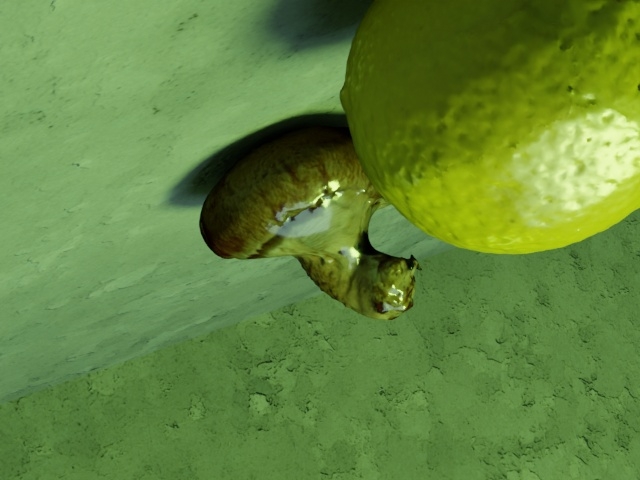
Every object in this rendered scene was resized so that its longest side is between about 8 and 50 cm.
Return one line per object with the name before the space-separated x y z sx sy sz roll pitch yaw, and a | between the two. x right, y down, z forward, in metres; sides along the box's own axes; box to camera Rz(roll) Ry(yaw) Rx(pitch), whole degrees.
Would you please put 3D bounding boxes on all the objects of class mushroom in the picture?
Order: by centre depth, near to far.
mushroom | -0.022 -0.030 1.765 0.267 0.255 0.267 -4 148 -3

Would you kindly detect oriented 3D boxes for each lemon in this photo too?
lemon | 0.188 -0.143 1.342 0.336 0.336 0.336 -23 169 -5
